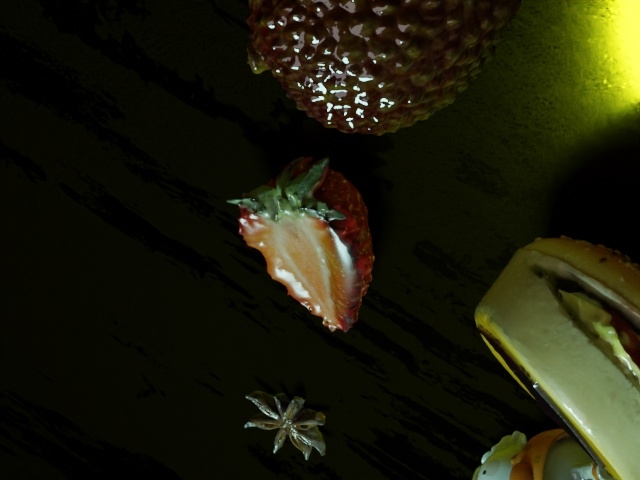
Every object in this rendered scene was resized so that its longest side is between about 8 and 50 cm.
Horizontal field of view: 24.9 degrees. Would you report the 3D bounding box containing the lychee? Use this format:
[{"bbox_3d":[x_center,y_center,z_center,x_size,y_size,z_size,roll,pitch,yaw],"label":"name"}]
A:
[{"bbox_3d":[0.055,-0.217,1.379,0.271,0.236,0.236,-11,125,14],"label":"lychee"}]

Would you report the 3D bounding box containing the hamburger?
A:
[{"bbox_3d":[0.301,0.120,1.503,0.300,0.176,0.300,46,179,1],"label":"hamburger"}]

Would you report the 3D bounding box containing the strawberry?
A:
[{"bbox_3d":[0.014,0.003,1.727,0.174,0.098,0.228,-8,126,44],"label":"strawberry"}]

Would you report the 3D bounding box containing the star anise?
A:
[{"bbox_3d":[-0.044,0.260,2.069,0.141,0.042,0.141,19,136,19],"label":"star anise"}]

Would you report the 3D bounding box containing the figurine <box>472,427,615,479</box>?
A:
[{"bbox_3d":[0.278,0.306,1.812,0.143,0.143,0.271,42,161,-6],"label":"figurine"}]
